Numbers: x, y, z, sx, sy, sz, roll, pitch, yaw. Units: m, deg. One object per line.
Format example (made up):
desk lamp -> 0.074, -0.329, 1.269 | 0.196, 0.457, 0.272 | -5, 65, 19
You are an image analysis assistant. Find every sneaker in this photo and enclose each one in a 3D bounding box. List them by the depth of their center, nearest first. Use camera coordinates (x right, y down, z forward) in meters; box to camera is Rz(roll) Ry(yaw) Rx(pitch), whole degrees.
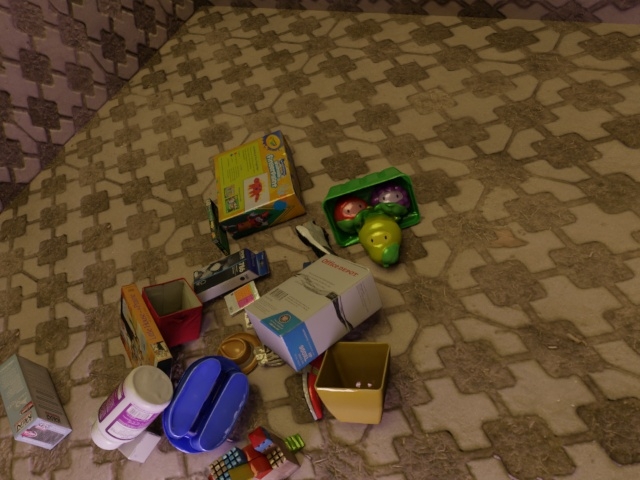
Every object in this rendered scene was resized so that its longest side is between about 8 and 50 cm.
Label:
sneaker -> -0.006, 0.480, 1.650 | 0.118, 0.107, 0.279 | -6, 58, 1
sneaker -> 0.000, 0.000, 1.984 | 0.108, 0.100, 0.271 | -35, 51, -12

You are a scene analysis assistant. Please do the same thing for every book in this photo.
book -> -0.326, 0.245, 1.976 | 0.144, 0.035, 0.096 | -28, 55, 1

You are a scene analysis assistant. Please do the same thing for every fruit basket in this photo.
fruit basket -> 0.214, -0.088, 1.878 | 0.391, 0.283, 0.392 | -16, 35, 11

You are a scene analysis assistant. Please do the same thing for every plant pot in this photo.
plant pot -> 0.122, 0.472, 1.521 | 0.212, 0.187, 0.212 | -4, 27, 18

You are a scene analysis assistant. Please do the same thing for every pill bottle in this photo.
pill bottle -> -0.653, 0.580, 1.610 | 0.301, 0.169, 0.169 | -45, 49, 20

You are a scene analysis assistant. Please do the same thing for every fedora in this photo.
fedora -> -0.328, 0.429, 1.817 | 0.194, 0.079, 0.195 | -11, 53, 14

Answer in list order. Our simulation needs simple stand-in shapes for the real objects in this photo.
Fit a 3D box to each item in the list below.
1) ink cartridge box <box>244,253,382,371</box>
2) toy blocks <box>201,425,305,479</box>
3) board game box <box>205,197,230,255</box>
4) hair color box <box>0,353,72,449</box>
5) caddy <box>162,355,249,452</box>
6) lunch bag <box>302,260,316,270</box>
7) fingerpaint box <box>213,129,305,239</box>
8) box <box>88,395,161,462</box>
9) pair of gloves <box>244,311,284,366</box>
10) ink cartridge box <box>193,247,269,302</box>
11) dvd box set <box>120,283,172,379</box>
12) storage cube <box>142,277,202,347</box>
ink cartridge box -> -0.023, 0.236, 1.670 | 0.394, 0.166, 0.285 | -32, 27, -23
toy blocks -> -0.240, 0.730, 1.457 | 0.381, 0.261, 0.191 | -37, 52, -6
board game box -> -0.477, -0.064, 2.183 | 0.030, 0.136, 0.260 | -22, 51, 3
hair color box -> -1.174, 0.651, 1.913 | 0.113, 0.185, 0.374 | -42, 53, -12
caddy -> -0.401, 0.572, 1.655 | 0.241, 0.179, 0.342 | 31, 65, -9
lunch bag -> -0.033, 0.130, 1.922 | 0.065, 0.067, 0.099 | -9, 53, 15
fingerpaint box -> -0.298, -0.270, 2.241 | 0.370, 0.163, 0.445 | -21, 52, 7
box -> -0.739, 0.707, 1.768 | 0.275, 0.094, 0.113 | 23, 68, 32
pair of gloves -> -0.172, 0.356, 1.803 | 0.204, 0.042, 0.240 | -20, 68, -4
ink cartridge box -> -0.391, 0.138, 2.036 | 0.332, 0.065, 0.165 | -24, 38, 2
dvd box set -> -0.693, 0.418, 1.840 | 0.062, 0.308, 0.420 | -11, 42, -36
storage cube -> -0.604, 0.298, 1.898 | 0.183, 0.193, 0.215 | -13, 43, -37
